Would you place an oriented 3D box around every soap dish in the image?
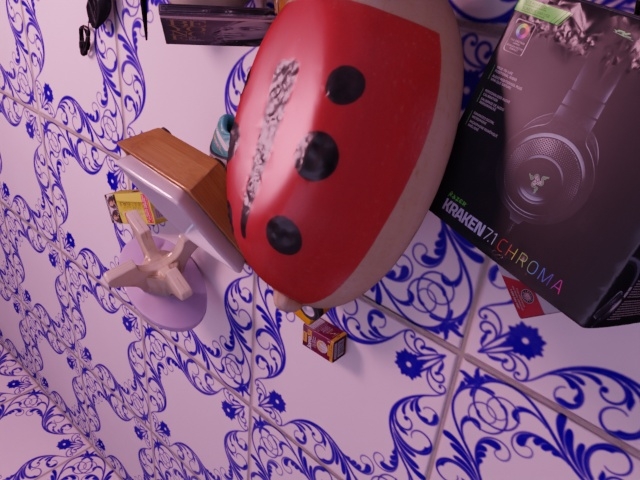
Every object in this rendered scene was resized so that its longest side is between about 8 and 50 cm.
[{"bbox_3d":[-0.238,-0.078,1.131,0.229,0.118,0.291,31,164,32],"label":"soap dish"}]

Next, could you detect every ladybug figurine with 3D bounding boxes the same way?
[{"bbox_3d":[0.004,-0.130,0.700,0.305,0.162,0.449,13,90,45],"label":"ladybug figurine"}]

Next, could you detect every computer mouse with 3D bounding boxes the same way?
[{"bbox_3d":[-0.534,-0.513,1.369,0.242,0.041,0.071,-25,82,55],"label":"computer mouse"}]

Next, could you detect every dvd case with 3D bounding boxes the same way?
[{"bbox_3d":[-0.166,-0.336,0.915,0.221,0.165,0.018,-149,58,-76],"label":"dvd case"}]

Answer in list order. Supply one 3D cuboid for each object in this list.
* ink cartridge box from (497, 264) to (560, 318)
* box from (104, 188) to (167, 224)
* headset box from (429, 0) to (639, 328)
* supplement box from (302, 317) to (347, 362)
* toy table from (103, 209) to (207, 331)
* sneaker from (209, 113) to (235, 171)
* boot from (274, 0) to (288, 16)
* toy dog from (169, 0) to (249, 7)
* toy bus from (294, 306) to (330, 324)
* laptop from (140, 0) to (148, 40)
[{"bbox_3d":[0.319,0.017,0.730,0.175,0.072,0.127,-21,91,48],"label":"ink cartridge box"},{"bbox_3d":[-0.469,-0.087,1.483,0.232,0.058,0.087,4,111,44],"label":"box"},{"bbox_3d":[0.279,-0.097,0.596,0.246,0.131,0.283,46,122,41],"label":"headset box"},{"bbox_3d":[0.008,0.196,1.151,0.083,0.043,0.054,25,126,36],"label":"supplement box"},{"bbox_3d":[-0.369,0.066,1.346,0.274,0.252,0.161,39,150,14],"label":"toy table"},{"bbox_3d":[-0.108,-0.160,1.061,0.275,0.107,0.109,26,113,33],"label":"sneaker"},{"bbox_3d":[0.054,-0.280,0.849,0.211,0.104,0.295,6,118,38],"label":"boot"},{"bbox_3d":[-0.236,-0.512,0.827,0.408,0.395,0.285,38,143,-27],"label":"toy dog"},{"bbox_3d":[0.000,0.000,0.974,0.130,0.108,0.332,38,143,19],"label":"toy bus"},{"bbox_3d":[-0.389,-0.534,1.011,0.137,0.264,0.234,-32,55,34],"label":"laptop"}]
